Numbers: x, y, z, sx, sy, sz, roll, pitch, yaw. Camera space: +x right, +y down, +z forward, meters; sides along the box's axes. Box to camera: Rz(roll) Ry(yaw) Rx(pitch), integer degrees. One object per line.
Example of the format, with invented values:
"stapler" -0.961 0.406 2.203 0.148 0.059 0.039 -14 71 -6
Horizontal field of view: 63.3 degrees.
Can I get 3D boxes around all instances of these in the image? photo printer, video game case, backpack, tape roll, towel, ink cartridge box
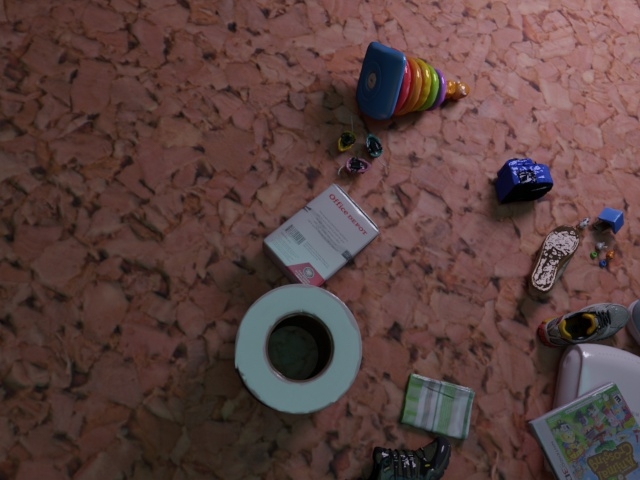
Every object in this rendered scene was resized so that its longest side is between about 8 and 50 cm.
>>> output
"photo printer" 0.645 0.393 1.147 0.256 0.107 0.307 20 71 -3
"video game case" 0.559 0.421 1.057 0.213 0.023 0.193 -21 76 -12
"backpack" 0.513 -0.154 1.297 0.120 0.098 0.101 -2 70 -9
"tape roll" -0.051 0.223 1.051 0.246 0.169 0.246 2 73 -8
"towel" 0.258 0.364 1.137 0.152 0.023 0.113 16 71 -4
"ink cartridge box" 0.000 0.000 1.169 0.218 0.092 0.158 -40 83 -16

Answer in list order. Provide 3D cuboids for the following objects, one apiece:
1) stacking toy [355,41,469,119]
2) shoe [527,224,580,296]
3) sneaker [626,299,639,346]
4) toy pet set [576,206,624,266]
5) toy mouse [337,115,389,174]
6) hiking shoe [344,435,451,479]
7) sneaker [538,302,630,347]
"stacking toy" 0.253 -0.388 1.312 0.302 0.165 0.175 -3 31 -27
"shoe" 0.565 0.049 1.271 0.077 0.058 0.219 31 66 22
"sneaker" 0.846 0.277 1.157 0.135 0.150 0.366 -33 66 -7
"toy pet set" 0.716 -0.020 1.307 0.114 0.065 0.122 -42 84 -18
"toy mouse" 0.104 -0.209 1.281 0.143 0.031 0.161 27 71 0
"hiking shoe" 0.164 0.461 1.058 0.227 0.086 0.114 -34 85 -16
"sneaker" 0.632 0.199 1.212 0.225 0.092 0.088 -14 76 -14
